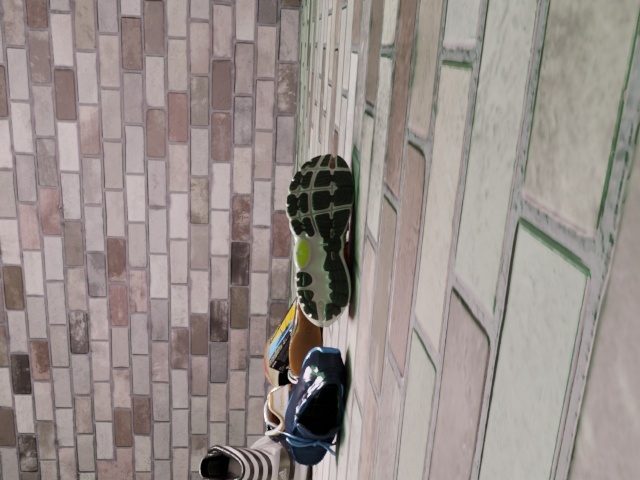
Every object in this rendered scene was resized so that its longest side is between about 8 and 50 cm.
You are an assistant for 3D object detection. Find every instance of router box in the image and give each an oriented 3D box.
[{"bbox_3d":[-0.076,0.239,1.691,0.179,0.046,0.133,-58,16,19],"label":"router box"}]

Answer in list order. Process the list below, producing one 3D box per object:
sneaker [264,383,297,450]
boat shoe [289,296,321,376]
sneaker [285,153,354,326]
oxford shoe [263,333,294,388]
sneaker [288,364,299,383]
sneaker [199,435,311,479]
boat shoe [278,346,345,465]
[{"bbox_3d":[-0.069,0.418,1.509,0.321,0.127,0.126,96,172,-53],"label":"sneaker"},{"bbox_3d":[-0.030,0.203,1.462,0.073,0.073,0.207,160,119,-86],"label":"boat shoe"},{"bbox_3d":[0.000,0.000,1.034,0.118,0.107,0.279,74,-161,-76],"label":"sneaker"},{"bbox_3d":[-0.086,0.371,1.826,0.348,0.122,0.130,-110,25,-50],"label":"oxford shoe"},{"bbox_3d":[-0.056,0.316,1.718,0.170,0.063,0.075,-88,-4,-67],"label":"sneaker"},{"bbox_3d":[-0.208,0.597,1.757,0.447,0.257,0.169,143,138,-66],"label":"sneaker"},{"bbox_3d":[-0.015,0.293,1.063,0.089,0.108,0.259,-102,12,-56],"label":"boat shoe"}]
